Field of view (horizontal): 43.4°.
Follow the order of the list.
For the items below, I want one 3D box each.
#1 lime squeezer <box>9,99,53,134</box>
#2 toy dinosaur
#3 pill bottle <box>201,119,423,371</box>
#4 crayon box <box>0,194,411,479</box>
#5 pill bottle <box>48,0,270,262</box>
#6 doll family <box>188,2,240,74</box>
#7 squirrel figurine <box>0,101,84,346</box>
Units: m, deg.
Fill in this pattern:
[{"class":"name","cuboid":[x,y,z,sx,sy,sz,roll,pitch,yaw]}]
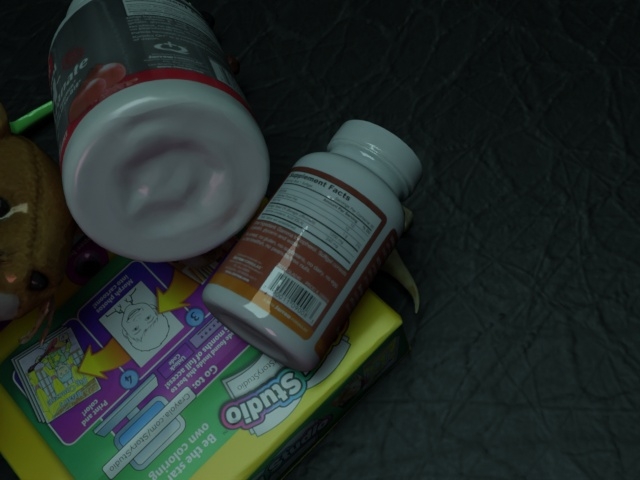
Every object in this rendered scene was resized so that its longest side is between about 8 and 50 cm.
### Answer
[{"class":"lime squeezer","cuboid":[-0.442,-0.164,0.996,0.311,0.059,0.109,7,107,-12]},{"class":"toy dinosaur","cuboid":[0.065,0.002,0.875,0.183,0.053,0.092,37,93,30]},{"class":"pill bottle","cuboid":[0.000,0.000,0.730,0.121,0.121,0.216,28,71,20]},{"class":"crayon box","cuboid":[-0.146,0.120,0.825,0.363,0.106,0.313,-43,67,-10]},{"class":"pill bottle","cuboid":[-0.171,-0.140,0.786,0.176,0.176,0.318,-26,43,-1]},{"class":"doll family","cuboid":[-0.167,-0.233,1.002,0.111,0.076,0.192,-21,70,-3]},{"class":"squirrel figurine","cuboid":[-0.418,0.002,0.748,0.371,0.281,0.397,-35,47,-5]}]
